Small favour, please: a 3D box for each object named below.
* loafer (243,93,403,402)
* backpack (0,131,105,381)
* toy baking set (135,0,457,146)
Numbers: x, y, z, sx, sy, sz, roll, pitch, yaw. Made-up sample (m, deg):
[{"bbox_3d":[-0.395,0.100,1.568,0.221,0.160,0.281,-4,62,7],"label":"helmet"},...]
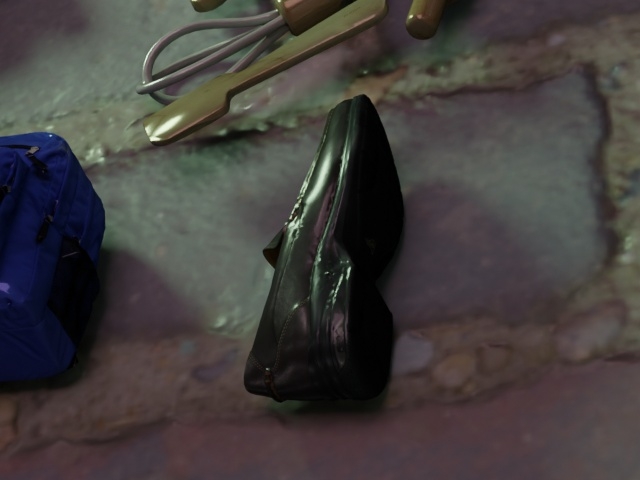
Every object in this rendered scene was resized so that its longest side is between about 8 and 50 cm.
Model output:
[{"bbox_3d":[0.000,0.000,0.774,0.061,0.062,0.170,-11,45,22],"label":"loafer"},{"bbox_3d":[-0.159,-0.002,0.821,0.098,0.101,0.120,-2,46,15],"label":"backpack"},{"bbox_3d":[-0.004,-0.139,0.927,0.196,0.030,0.256,-11,40,23],"label":"toy baking set"}]
